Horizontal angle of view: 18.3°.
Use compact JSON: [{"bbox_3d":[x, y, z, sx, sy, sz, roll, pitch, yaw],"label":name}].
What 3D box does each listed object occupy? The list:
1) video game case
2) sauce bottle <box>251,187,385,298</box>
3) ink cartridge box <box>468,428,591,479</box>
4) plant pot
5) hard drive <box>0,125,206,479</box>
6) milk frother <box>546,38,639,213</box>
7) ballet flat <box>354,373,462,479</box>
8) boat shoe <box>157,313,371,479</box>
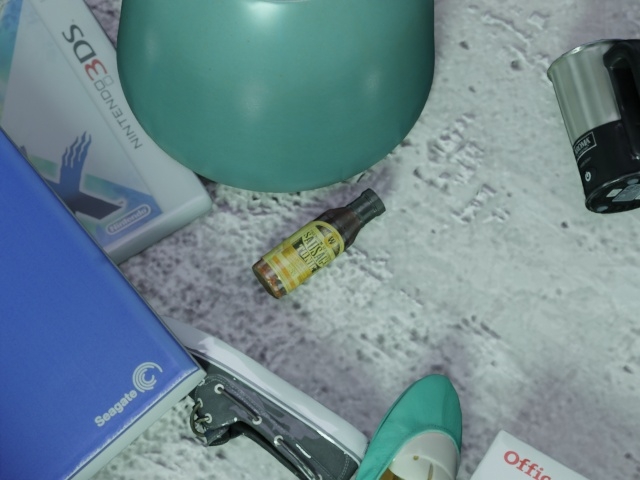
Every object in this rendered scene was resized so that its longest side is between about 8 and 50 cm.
[{"bbox_3d":[-0.311,-0.068,1.804,0.329,0.036,0.300,-31,70,-8],"label":"video game case"},{"bbox_3d":[0.000,0.000,1.756,0.128,0.042,0.042,-39,72,-9],"label":"sauce bottle"},{"bbox_3d":[0.156,0.272,1.621,0.139,0.082,0.191,29,75,14],"label":"ink cartridge box"},{"bbox_3d":[-0.034,-0.223,1.723,0.293,0.235,0.293,1,65,-3],"label":"plant pot"},{"bbox_3d":[-0.275,0.064,1.692,0.210,0.040,0.319,-41,71,-1],"label":"hard drive"},{"bbox_3d":[0.293,-0.106,1.760,0.143,0.129,0.135,6,62,-41],"label":"milk frother"},{"bbox_3d":[0.062,0.225,1.637,0.247,0.083,0.087,-56,31,-13],"label":"ballet flat"},{"bbox_3d":[-0.070,0.146,1.690,0.228,0.080,0.076,32,72,6],"label":"boat shoe"}]
